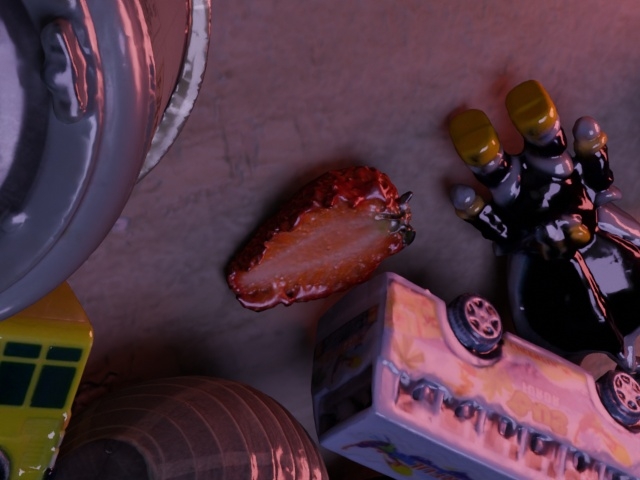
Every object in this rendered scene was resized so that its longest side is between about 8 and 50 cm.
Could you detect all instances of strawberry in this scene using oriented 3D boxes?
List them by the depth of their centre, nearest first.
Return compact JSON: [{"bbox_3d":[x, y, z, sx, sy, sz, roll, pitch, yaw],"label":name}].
[{"bbox_3d":[-0.001,-0.003,0.930,0.152,0.048,0.104,-22,135,3],"label":"strawberry"}]

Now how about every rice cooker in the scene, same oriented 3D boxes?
[{"bbox_3d":[-0.192,-0.104,0.606,0.264,0.316,0.316,-9,125,3],"label":"rice cooker"}]

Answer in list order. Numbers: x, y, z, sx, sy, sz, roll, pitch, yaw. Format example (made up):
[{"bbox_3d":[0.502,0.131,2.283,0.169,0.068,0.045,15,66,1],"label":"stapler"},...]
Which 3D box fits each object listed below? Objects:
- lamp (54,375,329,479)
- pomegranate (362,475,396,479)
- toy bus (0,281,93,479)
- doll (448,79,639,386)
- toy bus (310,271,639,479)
[{"bbox_3d":[-0.112,0.221,0.883,0.265,0.233,0.233,-54,131,-15],"label":"lamp"},{"bbox_3d":[0.065,0.303,1.036,0.271,0.254,0.254,32,99,-27],"label":"pomegranate"},{"bbox_3d":[-0.284,0.067,0.756,0.262,0.128,0.150,9,112,-35],"label":"toy bus"},{"bbox_3d":[0.199,0.016,1.017,0.145,0.103,0.316,-41,125,-9],"label":"doll"},{"bbox_3d":[0.150,0.148,0.991,0.330,0.136,0.109,27,138,-23],"label":"toy bus"}]
